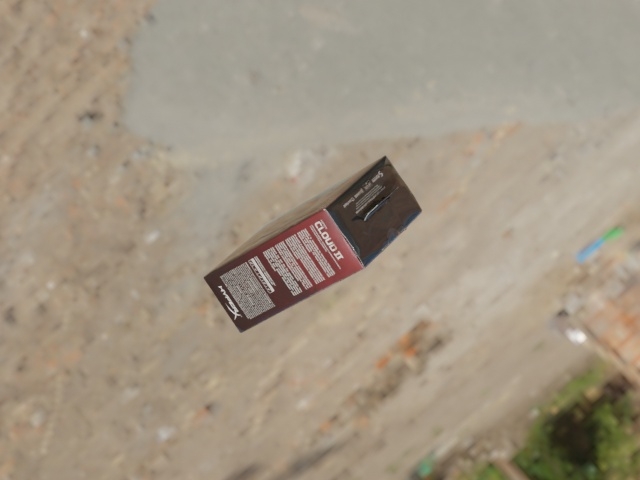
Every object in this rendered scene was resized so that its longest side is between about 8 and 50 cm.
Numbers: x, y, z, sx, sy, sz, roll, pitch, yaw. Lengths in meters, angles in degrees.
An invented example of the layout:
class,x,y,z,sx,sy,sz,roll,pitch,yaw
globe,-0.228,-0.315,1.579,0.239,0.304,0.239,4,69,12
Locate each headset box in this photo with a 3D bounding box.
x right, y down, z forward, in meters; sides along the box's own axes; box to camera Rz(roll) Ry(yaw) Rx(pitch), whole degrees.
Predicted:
class,x,y,z,sx,sy,sz,roll,pitch,yaw
headset box,0.000,0.000,0.727,0.083,0.032,0.062,-30,-172,37
